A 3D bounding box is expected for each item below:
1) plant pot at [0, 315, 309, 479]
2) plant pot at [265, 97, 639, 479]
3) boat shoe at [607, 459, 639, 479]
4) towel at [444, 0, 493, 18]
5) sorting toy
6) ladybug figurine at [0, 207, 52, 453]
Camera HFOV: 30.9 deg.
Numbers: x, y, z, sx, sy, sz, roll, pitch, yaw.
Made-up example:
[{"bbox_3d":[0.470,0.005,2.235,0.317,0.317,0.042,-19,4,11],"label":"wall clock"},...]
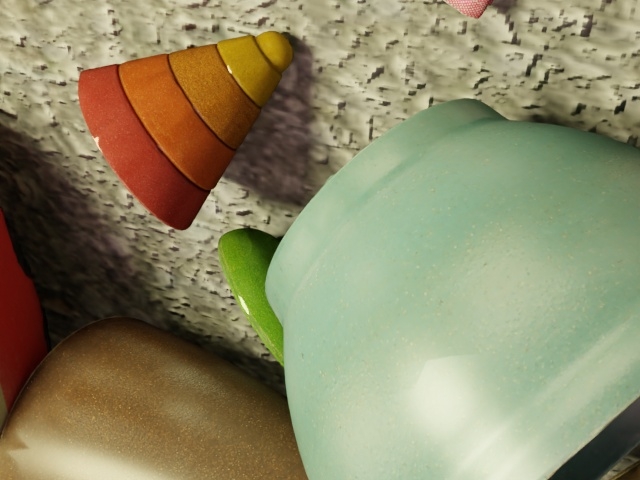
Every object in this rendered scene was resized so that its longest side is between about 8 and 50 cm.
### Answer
[{"bbox_3d":[-0.077,0.183,0.836,0.230,0.215,0.215,11,132,31],"label":"plant pot"},{"bbox_3d":[0.093,0.046,0.649,0.196,0.293,0.293,49,138,20],"label":"plant pot"},{"bbox_3d":[0.251,0.140,0.778,0.190,0.068,0.072,-34,96,31],"label":"boat shoe"},{"bbox_3d":[0.069,-0.220,0.582,0.144,0.029,0.197,31,134,-2],"label":"towel"},{"bbox_3d":[0.000,0.000,0.774,0.126,0.127,0.365,-34,113,10],"label":"sorting toy"},{"bbox_3d":[-0.324,0.048,0.882,0.305,0.162,0.449,26,140,31],"label":"ladybug figurine"}]
